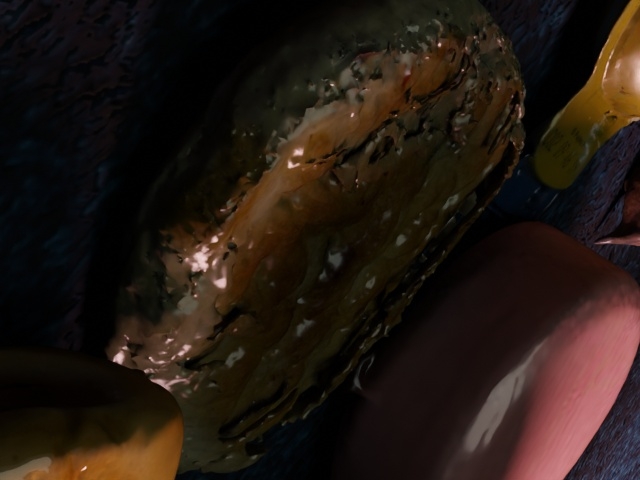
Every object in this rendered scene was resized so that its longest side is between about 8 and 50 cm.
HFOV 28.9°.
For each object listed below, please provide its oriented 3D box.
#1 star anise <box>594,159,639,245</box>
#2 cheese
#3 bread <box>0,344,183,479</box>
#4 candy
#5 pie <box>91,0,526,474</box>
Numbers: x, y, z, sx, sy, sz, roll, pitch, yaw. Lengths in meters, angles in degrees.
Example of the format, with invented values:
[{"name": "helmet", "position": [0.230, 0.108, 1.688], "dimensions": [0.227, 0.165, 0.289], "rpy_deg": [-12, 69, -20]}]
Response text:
[{"name": "star anise", "position": [0.347, -0.022, 0.936], "dimensions": [0.218, 0.227, 0.148], "rpy_deg": [-2, 114, -69]}, {"name": "cheese", "position": [0.204, -0.112, 0.765], "dimensions": [0.270, 0.069, 0.177], "rpy_deg": [-48, 153, 9]}, {"name": "bread", "position": [-0.130, 0.116, 0.479], "dimensions": [0.134, 0.085, 0.173], "rpy_deg": [-11, 129, -48]}, {"name": "candy", "position": [0.108, 0.106, 0.811], "dimensions": [0.255, 0.094, 0.255], "rpy_deg": [-37, 147, -29]}, {"name": "pie", "position": [0.000, 0.000, 0.591], "dimensions": [0.274, 0.055, 0.274], "rpy_deg": [-38, 151, -26]}]
